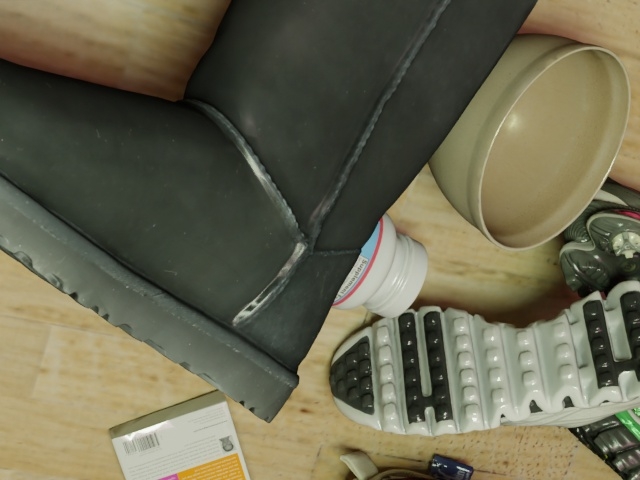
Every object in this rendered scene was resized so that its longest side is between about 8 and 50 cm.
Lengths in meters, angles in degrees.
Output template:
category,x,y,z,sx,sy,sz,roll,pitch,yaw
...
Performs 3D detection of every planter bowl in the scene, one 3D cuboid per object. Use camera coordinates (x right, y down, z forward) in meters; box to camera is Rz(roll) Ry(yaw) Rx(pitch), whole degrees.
category,x,y,z,sx,sy,sz,roll,pitch,yaw
planter bowl,0.139,-0.087,0.892,0.162,0.109,0.162,-24,131,-31

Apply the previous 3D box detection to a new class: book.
category,x,y,z,sx,sy,sz,roll,pitch,yaw
book,-0.105,0.203,0.965,0.096,0.035,0.144,-18,112,-9

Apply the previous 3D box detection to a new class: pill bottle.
category,x,y,z,sx,sy,sz,roll,pitch,yaw
pill bottle,0.000,0.000,0.900,0.160,0.087,0.087,25,98,-25

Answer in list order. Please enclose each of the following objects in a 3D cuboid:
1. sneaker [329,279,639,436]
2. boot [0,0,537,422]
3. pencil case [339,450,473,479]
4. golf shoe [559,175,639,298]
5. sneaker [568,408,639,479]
category,x,y,z,sx,sy,sz,roll,pitch,yaw
sneaker,0.152,0.112,0.944,0.292,0.110,0.118,-7,153,17
boot,-0.027,-0.155,0.713,0.445,0.146,0.367,-56,139,-7
pencil case,0.039,0.390,1.010,0.160,0.183,0.410,4,110,-54
golf shoe,0.316,0.033,0.984,0.273,0.120,0.105,35,123,-19
sneaker,0.379,0.215,1.079,0.146,0.134,0.343,-48,115,0
